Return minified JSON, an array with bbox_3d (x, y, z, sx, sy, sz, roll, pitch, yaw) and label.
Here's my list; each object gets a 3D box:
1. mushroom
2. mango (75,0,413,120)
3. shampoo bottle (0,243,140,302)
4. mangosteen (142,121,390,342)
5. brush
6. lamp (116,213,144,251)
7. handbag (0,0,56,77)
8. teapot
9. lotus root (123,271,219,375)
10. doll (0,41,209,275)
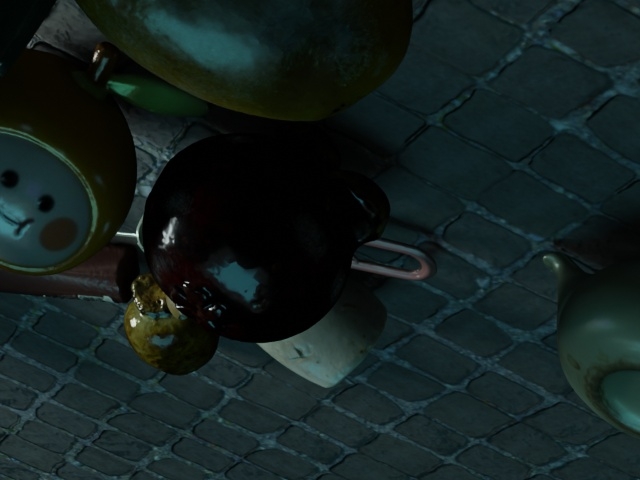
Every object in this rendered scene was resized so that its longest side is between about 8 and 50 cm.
[{"bbox_3d":[-0.044,0.062,1.823,0.225,0.116,0.093,28,148,10],"label":"mushroom"},{"bbox_3d":[-0.076,-0.206,1.319,0.316,0.192,0.146,29,-174,-19],"label":"mango"},{"bbox_3d":[-0.310,0.026,1.944,0.236,0.067,0.068,6,149,18],"label":"shampoo bottle"},{"bbox_3d":[-0.059,-0.010,1.614,0.210,0.210,0.210,14,150,8],"label":"mangosteen"},{"bbox_3d":[0.000,0.000,1.753,0.233,0.047,0.103,11,149,11],"label":"brush"},{"bbox_3d":[-0.231,-0.023,1.867,0.198,0.056,0.050,10,153,37],"label":"lamp"},{"bbox_3d":[-0.323,-0.193,1.426,0.326,0.238,0.089,-11,134,41],"label":"handbag"},{"bbox_3d":[0.338,0.065,1.568,0.220,0.149,0.318,35,148,-14],"label":"teapot"},{"bbox_3d":[-0.149,0.097,1.950,0.094,0.108,0.190,53,173,26],"label":"lotus root"},{"bbox_3d":[-0.245,-0.096,1.620,0.213,0.213,0.236,37,104,-29],"label":"doll"}]
